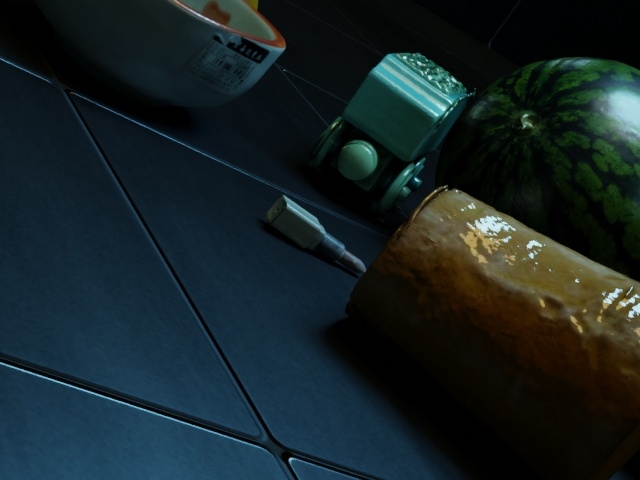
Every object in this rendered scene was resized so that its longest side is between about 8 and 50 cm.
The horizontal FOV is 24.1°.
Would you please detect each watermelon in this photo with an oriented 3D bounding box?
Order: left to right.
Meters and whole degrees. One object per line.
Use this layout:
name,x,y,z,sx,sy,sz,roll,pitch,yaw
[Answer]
watermelon,0.261,-0.052,1.555,0.285,0.285,0.285,33,15,-10

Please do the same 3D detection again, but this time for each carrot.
carrot,0.167,0.065,1.179,0.254,0.196,0.196,40,15,18

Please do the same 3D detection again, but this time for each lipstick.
lipstick,0.000,0.000,1.326,0.107,0.025,0.025,35,13,-26

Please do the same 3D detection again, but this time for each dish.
dish,-0.169,-0.209,1.419,0.256,0.117,0.256,33,15,-10

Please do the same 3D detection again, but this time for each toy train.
toy train,0.078,-0.119,1.602,0.112,0.163,0.203,35,14,4

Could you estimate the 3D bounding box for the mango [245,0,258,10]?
mango,-0.210,-0.323,1.650,0.359,0.144,0.187,36,1,24
